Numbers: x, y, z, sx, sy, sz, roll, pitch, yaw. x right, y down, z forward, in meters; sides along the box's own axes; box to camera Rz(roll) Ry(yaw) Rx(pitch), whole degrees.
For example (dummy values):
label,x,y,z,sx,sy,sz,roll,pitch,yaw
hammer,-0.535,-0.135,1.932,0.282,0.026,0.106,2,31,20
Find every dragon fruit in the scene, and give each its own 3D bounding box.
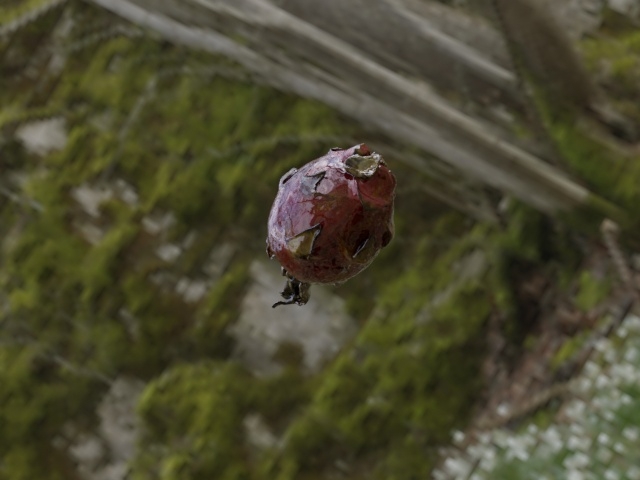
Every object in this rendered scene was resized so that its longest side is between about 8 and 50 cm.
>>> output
label,x,y,z,sx,sy,sz,roll,pitch,yaw
dragon fruit,0.000,0.000,1.916,0.125,0.125,0.246,-11,-25,-25
